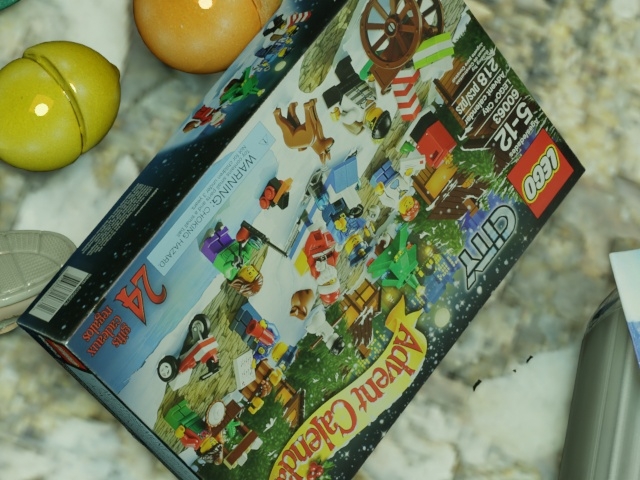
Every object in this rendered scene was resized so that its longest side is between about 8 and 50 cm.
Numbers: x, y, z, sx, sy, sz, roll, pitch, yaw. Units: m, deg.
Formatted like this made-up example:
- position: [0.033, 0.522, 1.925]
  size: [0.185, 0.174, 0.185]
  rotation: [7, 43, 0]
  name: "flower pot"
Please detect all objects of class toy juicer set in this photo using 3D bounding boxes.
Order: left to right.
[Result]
- position: [-0.167, -0.130, 0.896]
  size: [0.329, 0.089, 0.209]
  rotation: [-10, 94, 7]
  name: "toy juicer set"

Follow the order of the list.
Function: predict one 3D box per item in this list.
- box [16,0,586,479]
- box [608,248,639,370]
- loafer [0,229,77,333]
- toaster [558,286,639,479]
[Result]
- position: [0.000, 0.000, 0.861]
  size: [0.233, 0.044, 0.159]
  rotation: [-52, 124, -16]
  name: "box"
- position: [0.218, 0.035, 0.808]
  size: [0.178, 0.042, 0.109]
  rotation: [-8, 72, -14]
  name: "box"
- position: [-0.166, 0.031, 0.878]
  size: [0.125, 0.039, 0.045]
  rotation: [-18, 47, -16]
  name: "loafer"
- position: [0.192, 0.100, 0.870]
  size: [0.227, 0.129, 0.146]
  rotation: [11, 72, -4]
  name: "toaster"
